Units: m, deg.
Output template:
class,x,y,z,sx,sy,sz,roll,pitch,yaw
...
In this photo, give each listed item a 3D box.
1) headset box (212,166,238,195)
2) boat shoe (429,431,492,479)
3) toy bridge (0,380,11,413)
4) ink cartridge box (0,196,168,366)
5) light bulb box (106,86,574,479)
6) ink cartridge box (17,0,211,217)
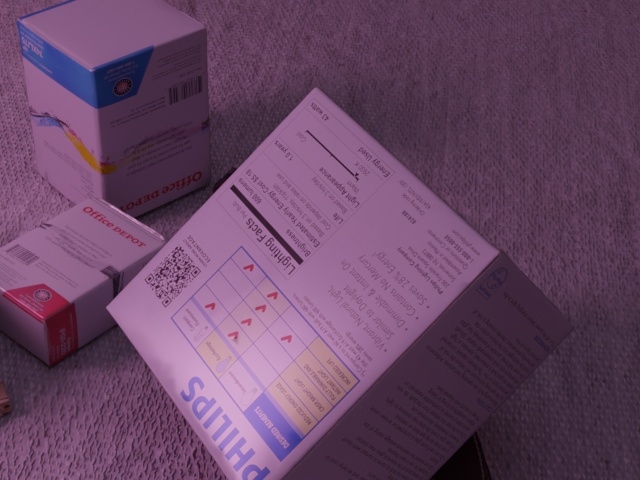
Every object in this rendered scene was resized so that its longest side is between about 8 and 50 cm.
class,x,y,z,sx,sy,sz,roll,pitch,yaw
headset box,-0.118,-0.074,1.932,0.083,0.032,0.062,20,41,18
boat shoe,0.115,0.187,1.545,0.123,0.123,0.342,-8,39,-13
toy bridge,-0.462,0.220,1.541,0.188,0.026,0.063,-14,42,-20
ink cartridge box,-0.328,0.048,1.716,0.158,0.092,0.218,30,47,30
light bulb box,0.015,0.088,1.453,0.361,0.225,0.358,-46,49,3
ink cartridge box,-0.295,-0.198,1.887,0.198,0.270,0.197,-27,46,-33
